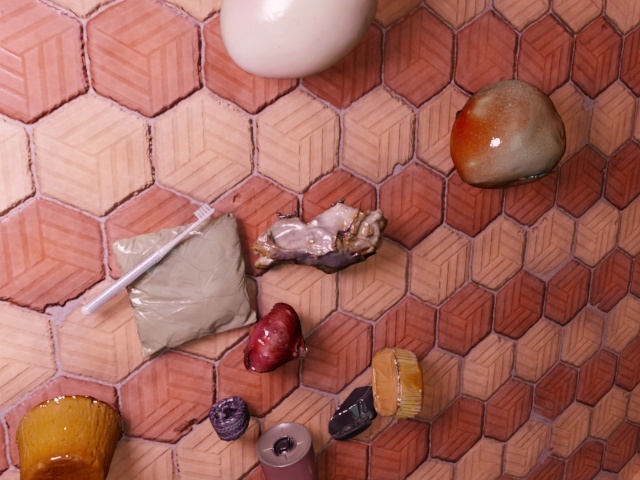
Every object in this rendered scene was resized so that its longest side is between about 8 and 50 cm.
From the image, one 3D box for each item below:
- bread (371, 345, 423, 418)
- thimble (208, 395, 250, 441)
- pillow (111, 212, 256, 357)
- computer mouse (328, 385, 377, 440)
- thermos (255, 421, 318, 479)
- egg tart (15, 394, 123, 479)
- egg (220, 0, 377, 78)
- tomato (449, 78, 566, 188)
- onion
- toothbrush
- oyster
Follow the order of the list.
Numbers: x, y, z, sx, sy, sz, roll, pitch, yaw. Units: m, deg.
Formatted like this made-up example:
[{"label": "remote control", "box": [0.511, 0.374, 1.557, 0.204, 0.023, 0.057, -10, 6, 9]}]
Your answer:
[{"label": "bread", "box": [0.215, 0.396, 1.536, 0.114, 0.132, 0.190, 15, 66, -32]}, {"label": "thimble", "box": [-0.218, 0.433, 1.347, 0.095, 0.104, 0.066, -29, 113, -21]}, {"label": "pillow", "box": [-0.293, 0.101, 1.238, 0.274, 0.076, 0.280, -16, 110, -22]}, {"label": "computer mouse", "box": [0.106, 0.491, 1.562, 0.192, 0.062, 0.105, -41, 118, -15]}, {"label": "thermos", "box": [-0.082, 0.634, 1.456, 0.176, 0.146, 0.265, -25, 119, -28]}, {"label": "egg tart", "box": [-0.522, 0.443, 1.149, 0.215, 0.171, 0.215, -9, 120, -16]}, {"label": "egg", "box": [-0.045, -0.474, 1.104, 0.345, 0.283, 0.283, -42, 120, 4]}, {"label": "tomato", "box": [0.505, -0.268, 1.473, 0.304, 0.239, 0.303, -5, 101, -26]}, {"label": "onion", "box": [-0.102, 0.242, 1.312, 0.147, 0.184, 0.184, 31, 87, 7]}, {"label": "toothbrush", "box": [-0.357, 0.039, 1.153, 0.342, 0.025, 0.030, -42, 103, -7]}, {"label": "oyster", "box": [0.001, -0.004, 1.329, 0.337, 0.133, 0.197, -1, 131, -13]}]
